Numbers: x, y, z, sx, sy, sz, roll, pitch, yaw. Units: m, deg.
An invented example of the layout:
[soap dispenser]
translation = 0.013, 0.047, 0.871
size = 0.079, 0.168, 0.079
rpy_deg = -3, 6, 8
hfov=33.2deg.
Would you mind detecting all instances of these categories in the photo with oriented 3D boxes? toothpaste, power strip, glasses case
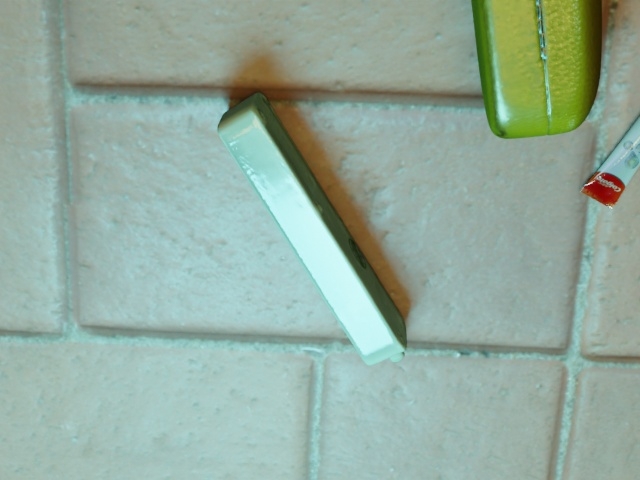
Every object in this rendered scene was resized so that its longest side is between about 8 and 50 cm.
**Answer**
[toothpaste]
translation = 0.385, -0.124, 1.286
size = 0.048, 0.031, 0.190
rpy_deg = 27, 112, -12
[power strip]
translation = 0.000, 0.000, 1.314
size = 0.062, 0.091, 0.385
rpy_deg = -28, 108, 14
[glasses case]
translation = 0.228, -0.299, 1.145
size = 0.141, 0.173, 0.371
rpy_deg = -8, 113, 6
